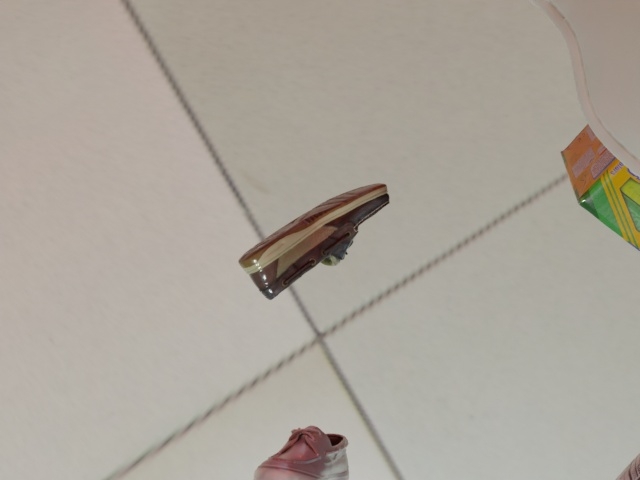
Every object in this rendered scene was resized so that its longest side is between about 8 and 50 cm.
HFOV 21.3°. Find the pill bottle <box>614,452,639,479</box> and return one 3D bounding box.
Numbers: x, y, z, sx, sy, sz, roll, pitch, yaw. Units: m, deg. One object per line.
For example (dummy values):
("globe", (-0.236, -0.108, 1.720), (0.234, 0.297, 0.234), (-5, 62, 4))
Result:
("pill bottle", (0.284, 0.219, 1.315), (0.130, 0.130, 0.246), (25, 118, -21))

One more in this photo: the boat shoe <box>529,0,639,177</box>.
("boat shoe", (0.219, -0.146, 1.165), (0.099, 0.319, 0.116), (10, 129, -45))

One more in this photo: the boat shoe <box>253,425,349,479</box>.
("boat shoe", (-0.012, 0.213, 1.668), (0.184, 0.066, 0.063), (15, 80, -64))

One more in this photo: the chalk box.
("chalk box", (0.354, -0.045, 1.614), (0.213, 0.132, 0.132), (35, 110, -15))

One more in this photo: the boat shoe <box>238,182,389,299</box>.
("boat shoe", (0.000, 0.000, 1.442), (0.152, 0.056, 0.049), (-30, 100, -24))
